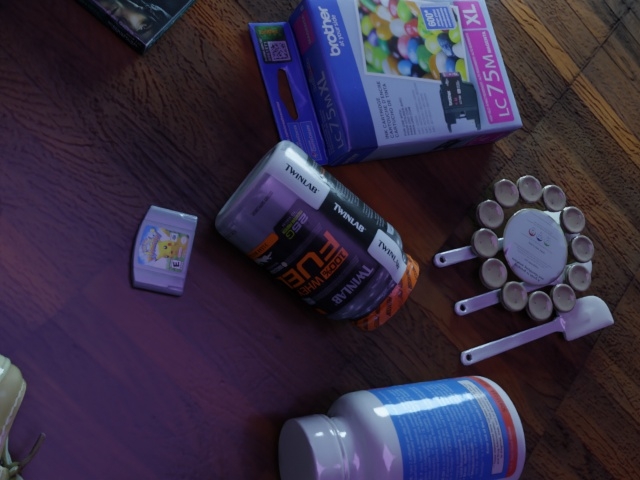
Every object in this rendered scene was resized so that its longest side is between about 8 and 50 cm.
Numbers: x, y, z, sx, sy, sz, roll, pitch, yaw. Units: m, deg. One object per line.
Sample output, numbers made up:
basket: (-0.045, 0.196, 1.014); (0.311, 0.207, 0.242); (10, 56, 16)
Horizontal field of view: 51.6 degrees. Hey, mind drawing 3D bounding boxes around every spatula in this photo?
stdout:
spatula: (0.254, 0.055, 0.831); (0.242, 0.019, 0.168); (-13, 85, -23)

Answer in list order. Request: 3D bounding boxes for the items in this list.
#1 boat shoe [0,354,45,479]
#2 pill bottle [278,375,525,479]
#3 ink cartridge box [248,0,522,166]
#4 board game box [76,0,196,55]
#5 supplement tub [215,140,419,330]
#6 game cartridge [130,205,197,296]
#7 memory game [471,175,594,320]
boat shoe: (-0.279, 0.228, 0.500); (0.089, 0.105, 0.285); (24, 80, -24)
pill bottle: (0.078, 0.205, 0.652); (0.222, 0.124, 0.124); (-1, 79, -26)
ink cartridge box: (0.085, -0.194, 0.784); (0.311, 0.065, 0.185); (-12, 83, -25)
board game box: (-0.179, -0.300, 0.701); (0.126, 0.026, 0.186); (39, 65, -12)
supplement tub: (0.000, 0.000, 0.666); (0.190, 0.117, 0.117); (39, 65, -12)
game cartridge: (-0.155, 0.009, 0.649); (0.056, 0.017, 0.083); (13, 73, -18)
memory game: (0.268, 0.009, 0.829); (0.186, 0.012, 0.186); (4, 78, -21)
